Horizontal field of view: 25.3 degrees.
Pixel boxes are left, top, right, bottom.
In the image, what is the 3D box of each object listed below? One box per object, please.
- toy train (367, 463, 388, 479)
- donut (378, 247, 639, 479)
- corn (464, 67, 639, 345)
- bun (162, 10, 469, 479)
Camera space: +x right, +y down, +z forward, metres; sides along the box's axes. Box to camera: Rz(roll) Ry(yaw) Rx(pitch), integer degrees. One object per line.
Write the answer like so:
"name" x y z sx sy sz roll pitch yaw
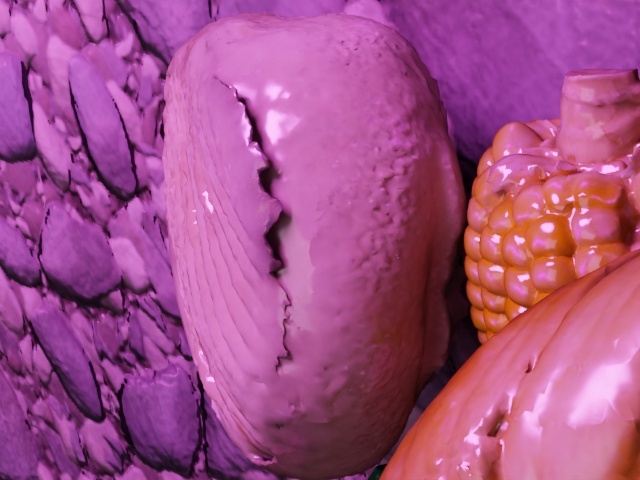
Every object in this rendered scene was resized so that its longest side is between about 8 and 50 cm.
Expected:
"toy train" 0.051 0.161 0.733 0.091 0.227 0.136 35 99 26
"donut" 0.182 0.093 0.456 0.170 0.360 0.360 58 139 31
"corn" 0.140 0.085 0.655 0.130 0.130 0.347 12 121 40
"bun" 0.000 0.000 0.714 0.239 0.141 0.239 174 90 -76
